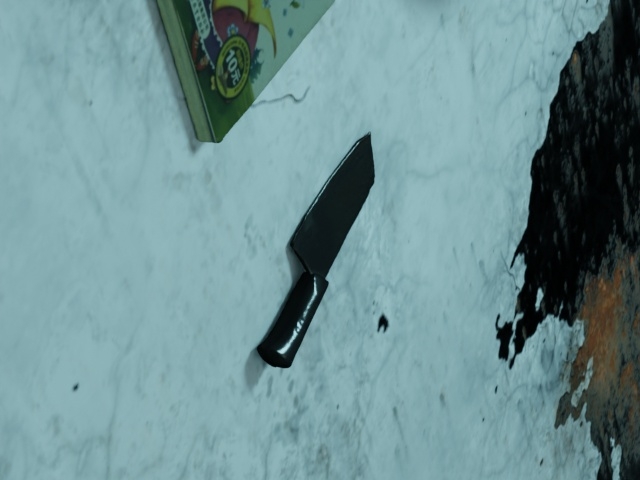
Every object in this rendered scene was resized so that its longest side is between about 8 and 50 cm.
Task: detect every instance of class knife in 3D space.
[{"bbox_3d":[0.000,0.000,1.531,0.060,0.028,0.230,54,51,-39],"label":"knife"}]

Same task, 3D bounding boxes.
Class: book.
[{"bbox_3d":[-0.029,-0.254,1.377,0.322,0.018,0.228,-55,145,-36],"label":"book"}]
